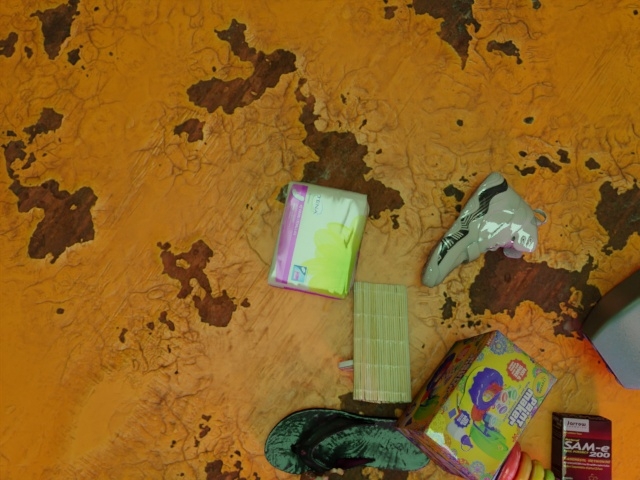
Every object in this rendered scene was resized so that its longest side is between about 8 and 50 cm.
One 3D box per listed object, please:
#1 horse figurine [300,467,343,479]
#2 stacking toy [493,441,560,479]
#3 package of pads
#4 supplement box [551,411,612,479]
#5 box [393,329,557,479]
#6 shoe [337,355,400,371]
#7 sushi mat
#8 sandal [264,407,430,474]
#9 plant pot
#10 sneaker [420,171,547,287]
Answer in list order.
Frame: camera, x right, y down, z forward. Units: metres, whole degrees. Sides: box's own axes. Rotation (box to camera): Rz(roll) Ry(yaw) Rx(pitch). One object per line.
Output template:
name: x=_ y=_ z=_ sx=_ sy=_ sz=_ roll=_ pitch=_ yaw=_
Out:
horse figurine: x=0.027 y=0.665 z=1.366 sx=0.174 sy=0.066 sz=0.263 roll=-29 pitch=103 yaw=35
stacking toy: x=0.537 y=0.617 z=1.330 sx=0.301 sy=0.166 sz=0.175 roll=27 pitch=86 yaw=13
package of pads: x=0.000 y=0.000 z=1.466 sx=0.229 sy=0.101 sz=0.297 roll=11 pitch=85 yaw=3
supplement box: x=0.675 y=0.577 z=1.396 sx=0.130 sy=0.073 sz=0.240 roll=3 pitch=83 yaw=3
box: x=0.358 y=0.394 z=1.294 sx=0.177 sy=0.279 sz=0.290 roll=40 pitch=73 yaw=5
shoe: x=0.137 y=0.355 z=1.440 sx=0.177 sy=0.063 sz=0.081 roll=-4 pitch=78 yaw=-3
sushi mat: x=0.160 y=0.266 z=1.428 sx=0.151 sy=0.019 sz=0.317 roll=3 pitch=69 yaw=-7
sandal: x=0.072 y=0.525 z=1.401 sx=0.445 sy=0.107 sz=0.168 roll=-3 pitch=83 yaw=2
plant pot: x=0.817 y=0.234 z=1.352 sx=0.252 sy=0.247 sz=0.248 roll=-35 pitch=83 yaw=14
sneaker: x=0.437 y=0.011 z=1.432 sx=0.210 sy=0.137 sz=0.366 roll=36 pitch=82 yaw=8
